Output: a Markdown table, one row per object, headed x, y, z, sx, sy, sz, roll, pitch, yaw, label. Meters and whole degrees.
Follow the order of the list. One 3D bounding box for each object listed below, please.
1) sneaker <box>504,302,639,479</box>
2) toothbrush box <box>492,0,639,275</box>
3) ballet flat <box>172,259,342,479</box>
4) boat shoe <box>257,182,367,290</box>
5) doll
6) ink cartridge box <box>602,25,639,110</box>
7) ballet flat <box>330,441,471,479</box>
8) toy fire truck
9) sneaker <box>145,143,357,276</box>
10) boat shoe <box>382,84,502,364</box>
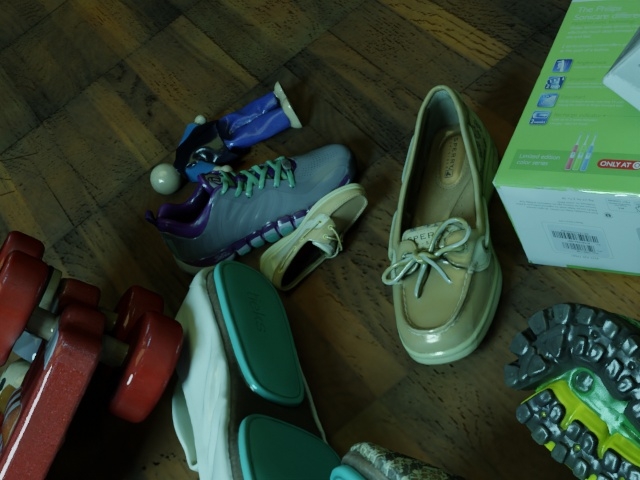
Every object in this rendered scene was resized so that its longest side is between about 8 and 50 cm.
| x | y | z | sx | sy | sz | roll | pitch | yaw | label |
| --- | --- | --- | --- | --- | --- | --- | --- | --- | --- |
| 0.287 | 0.160 | 0.720 | 0.343 | 0.146 | 0.134 | 50 | 121 | 31 | sneaker |
| 0.304 | -0.113 | 0.959 | 0.206 | 0.122 | 0.283 | 6 | 57 | 34 | toothbrush box |
| -0.061 | 0.181 | 0.936 | 0.139 | 0.139 | 0.400 | -29 | 39 | 6 | ballet flat |
| 0.000 | 0.000 | 1.102 | 0.135 | 0.050 | 0.045 | -44 | 46 | 5 | boat shoe |
| -0.115 | -0.110 | 1.268 | 0.189 | 0.046 | 0.129 | -29 | 42 | 5 | doll |
| 0.353 | -0.253 | 0.801 | 0.066 | 0.261 | 0.296 | 37 | 70 | 1 | ink cartridge box |
| 0.174 | 0.306 | 0.669 | 0.182 | 0.164 | 0.483 | -17 | 47 | -14 | ballet flat |
| -0.266 | 0.145 | 1.023 | 0.254 | 0.169 | 0.302 | -64 | 17 | 0 | toy fire truck |
| -0.070 | -0.048 | 1.146 | 0.224 | 0.098 | 0.083 | -32 | 43 | 3 | sneaker |
| 0.108 | -0.018 | 1.017 | 0.104 | 0.089 | 0.285 | -12 | 48 | 22 | boat shoe |
